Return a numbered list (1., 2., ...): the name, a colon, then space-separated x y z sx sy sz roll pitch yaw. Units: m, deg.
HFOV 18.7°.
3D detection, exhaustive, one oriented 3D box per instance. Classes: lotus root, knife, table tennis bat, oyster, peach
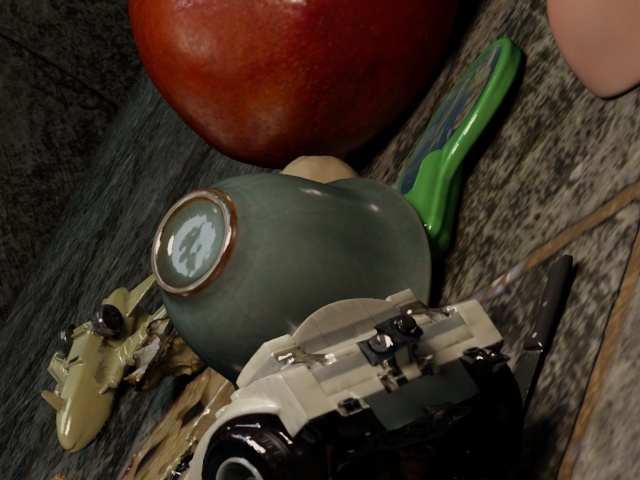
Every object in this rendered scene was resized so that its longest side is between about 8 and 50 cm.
1. lotus root: -0.108 0.186 1.612 0.261 0.074 0.170 -56 10 3
2. knife: 0.121 0.078 1.143 0.023 0.010 0.170 -38 25 55
3. table tennis bat: 0.098 -0.067 1.518 0.160 0.039 0.257 -51 12 35
4. oyster: -0.117 0.050 1.945 0.198 0.092 0.260 -80 17 -60
5. peach: -0.015 -0.225 1.783 0.332 0.308 0.308 -24 33 44

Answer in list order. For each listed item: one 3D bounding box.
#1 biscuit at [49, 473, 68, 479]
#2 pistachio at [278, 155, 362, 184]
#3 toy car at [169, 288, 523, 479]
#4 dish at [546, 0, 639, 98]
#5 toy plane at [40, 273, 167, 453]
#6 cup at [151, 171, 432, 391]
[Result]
1. biscuit: -0.222 0.307 1.624 0.231 0.025 0.131 101 173 -49
2. pistachio: 0.000 0.000 1.548 0.113 0.113 0.149 -49 45 35
3. toy car: -0.024 0.143 1.100 0.193 0.118 0.301 -19 -19 -40
4. dish: 0.213 -0.208 1.292 0.213 0.090 0.213 -54 13 18
5. toy plane: -0.257 0.139 2.241 0.229 0.092 0.244 -27 27 40
6. cup: -0.041 0.024 1.388 0.199 0.150 0.199 -20 58 35
